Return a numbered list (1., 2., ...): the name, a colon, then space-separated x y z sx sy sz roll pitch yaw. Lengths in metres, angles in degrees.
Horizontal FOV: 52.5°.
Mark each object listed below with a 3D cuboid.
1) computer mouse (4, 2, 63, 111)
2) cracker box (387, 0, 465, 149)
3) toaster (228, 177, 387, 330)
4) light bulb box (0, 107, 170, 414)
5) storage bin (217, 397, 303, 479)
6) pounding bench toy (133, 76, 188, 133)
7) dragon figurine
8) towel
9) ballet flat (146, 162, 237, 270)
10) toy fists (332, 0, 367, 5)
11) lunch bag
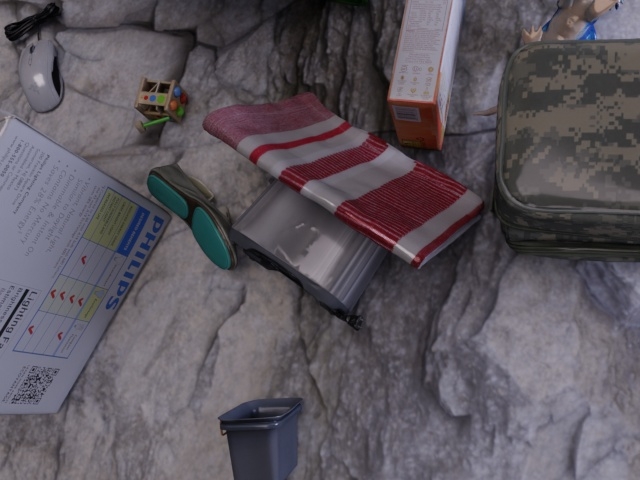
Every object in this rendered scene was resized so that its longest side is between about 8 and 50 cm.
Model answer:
1. computer mouse: -0.484 -0.312 1.109 0.106 0.042 0.193 -18 73 7
2. cracker box: 0.150 -0.261 0.893 0.067 0.156 0.232 9 78 15
3. toaster: 0.000 0.000 0.877 0.227 0.129 0.146 33 83 20
4. light bulb box: -0.444 0.022 0.850 0.225 0.361 0.358 27 83 19
5. storage bin: -0.077 0.260 0.833 0.098 0.135 0.091 -6 85 11
6. pounding bench toy: -0.251 -0.207 1.025 0.065 0.052 0.083 9 79 14
7. dragon figurine: 0.332 -0.273 0.891 0.085 0.144 0.289 36 105 17
8. towel: 0.041 -0.096 0.849 0.329 0.237 0.037 34 122 18
9. ballet flat: -0.172 -0.044 0.954 0.068 0.072 0.213 -27 60 -39
10. toy fists: -0.023 -0.464 1.016 0.279 0.096 0.142 18 97 17
11. lunch bag: 0.354 -0.078 0.750 0.305 0.256 0.213 3 76 15
